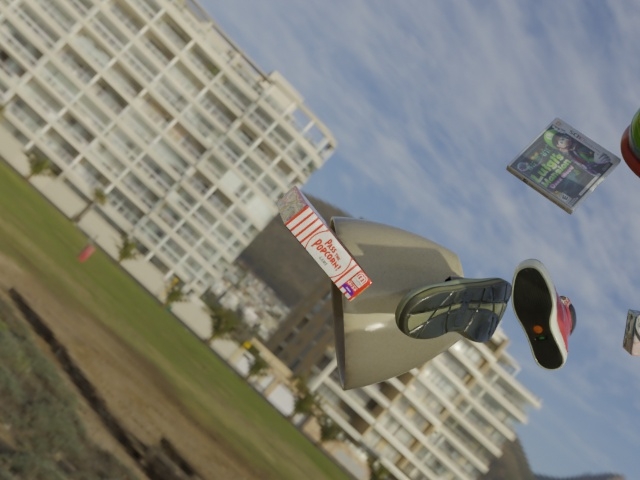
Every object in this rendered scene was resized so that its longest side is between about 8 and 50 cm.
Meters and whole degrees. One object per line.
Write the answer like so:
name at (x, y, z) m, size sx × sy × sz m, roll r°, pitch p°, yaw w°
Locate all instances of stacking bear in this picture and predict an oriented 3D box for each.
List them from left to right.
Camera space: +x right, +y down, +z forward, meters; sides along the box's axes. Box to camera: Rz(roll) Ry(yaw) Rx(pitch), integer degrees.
stacking bear at (0.734, -0.238, 1.964) m, size 0.164 × 0.175 × 0.289 m, roll 22°, pitch -13°, yaw 8°

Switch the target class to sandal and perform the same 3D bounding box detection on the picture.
sandal at (0.224, 0.102, 1.607) m, size 0.303 × 0.120 × 0.086 m, roll 8°, pitch 19°, yaw -46°

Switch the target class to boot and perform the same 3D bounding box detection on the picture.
boot at (0.466, 0.119, 1.967) m, size 0.088 × 0.176 × 0.244 m, roll -6°, pitch -65°, yaw 30°

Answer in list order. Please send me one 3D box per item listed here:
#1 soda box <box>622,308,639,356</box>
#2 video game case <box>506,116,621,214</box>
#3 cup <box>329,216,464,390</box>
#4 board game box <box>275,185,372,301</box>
soda box at (0.536, 0.144, 1.375) m, size 0.183 × 0.063 × 0.058 m, roll 7°, pitch 5°, yaw 4°
video game case at (0.527, -0.165, 2.067) m, size 0.173 × 0.190 × 0.022 m, roll 38°, pitch -26°, yaw 20°
cup at (0.146, 0.113, 1.821) m, size 0.331 × 0.237 × 0.331 m, roll 177°, pitch -90°, yaw -88°
board game box at (0.000, 0.000, 1.407) m, size 0.147 × 0.045 × 0.193 m, roll 50°, pitch 2°, yaw -14°
